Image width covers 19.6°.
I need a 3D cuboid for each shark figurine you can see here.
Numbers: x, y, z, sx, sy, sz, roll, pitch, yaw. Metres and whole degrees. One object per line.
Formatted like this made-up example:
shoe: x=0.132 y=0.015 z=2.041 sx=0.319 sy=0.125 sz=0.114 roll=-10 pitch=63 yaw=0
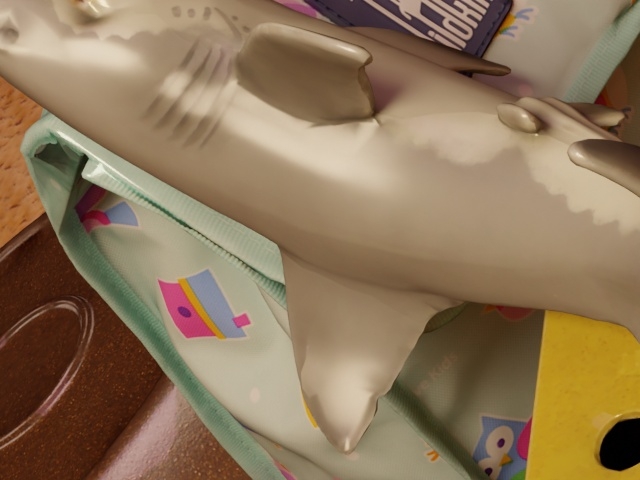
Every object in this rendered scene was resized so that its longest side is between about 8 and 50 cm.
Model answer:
shark figurine: x=0.027 y=0.010 z=0.460 sx=0.278 sy=0.166 sz=0.116 roll=29 pitch=106 yaw=45

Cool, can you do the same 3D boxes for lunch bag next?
lunch bag: x=0.037 y=-0.030 z=0.642 sx=0.160 sy=0.262 sz=0.223 roll=6 pitch=54 yaw=46

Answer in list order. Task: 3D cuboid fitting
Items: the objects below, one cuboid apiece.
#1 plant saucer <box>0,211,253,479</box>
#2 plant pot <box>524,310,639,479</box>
plant saucer: x=-0.119 y=0.071 z=0.823 sx=0.310 sy=0.050 sz=0.311 roll=-33 pitch=31 yaw=23
plant pot: x=0.156 y=0.093 z=0.462 sx=0.212 sy=0.187 sz=0.212 roll=-16 pitch=41 yaw=29
